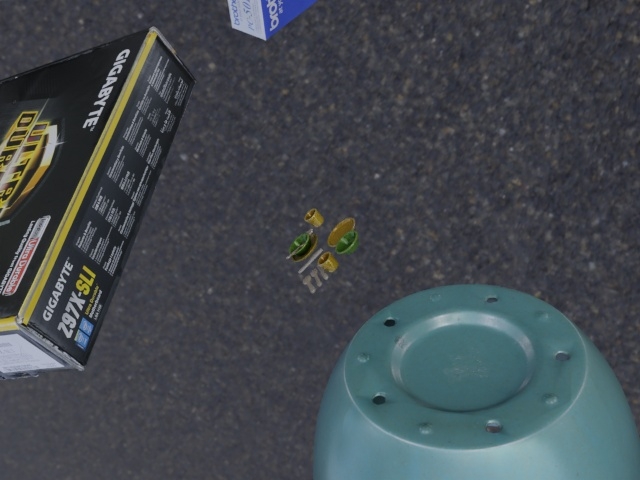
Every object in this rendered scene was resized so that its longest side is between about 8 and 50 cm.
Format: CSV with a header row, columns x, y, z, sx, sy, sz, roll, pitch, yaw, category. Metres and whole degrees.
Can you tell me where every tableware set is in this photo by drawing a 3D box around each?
x,y,z,sx,sy,sz,roll,pitch,yaw,category
0.000,0.000,1.054,0.104,0.154,0.024,-45,115,7,tableware set

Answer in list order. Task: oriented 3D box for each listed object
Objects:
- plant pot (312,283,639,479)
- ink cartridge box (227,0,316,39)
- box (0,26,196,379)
x,y,z,sx,sy,sz,roll,pitch,yaw,category
0.126,0.179,0.664,0.293,0.293,0.235,8,127,27,plant pot
-0.047,-0.295,0.711,0.046,0.097,0.207,27,144,26,ink cartridge box
-0.271,-0.030,0.709,0.257,0.322,0.079,-11,138,29,box
